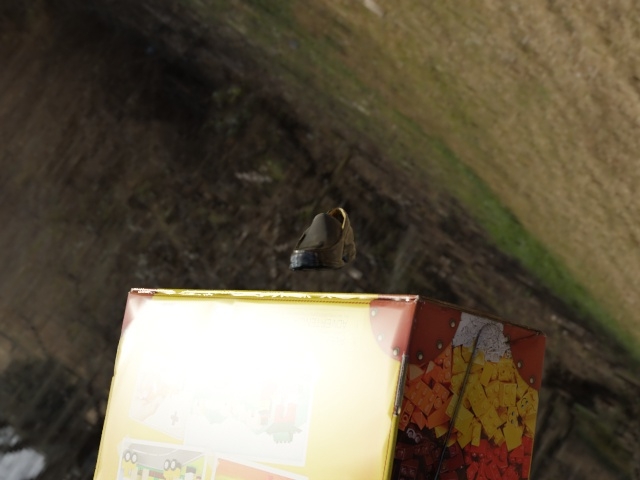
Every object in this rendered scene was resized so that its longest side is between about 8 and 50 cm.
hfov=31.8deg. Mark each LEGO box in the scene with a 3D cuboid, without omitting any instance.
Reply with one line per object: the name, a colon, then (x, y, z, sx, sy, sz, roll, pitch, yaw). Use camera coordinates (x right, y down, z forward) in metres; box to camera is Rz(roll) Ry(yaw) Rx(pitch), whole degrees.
LEGO box: (-0.033, 0.252, 1.206, 0.193, 0.373, 0.500, 17, 169, -40)

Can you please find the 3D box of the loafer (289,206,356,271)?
loafer: (0.000, 0.000, 1.260, 0.062, 0.061, 0.170, -2, -173, 10)
